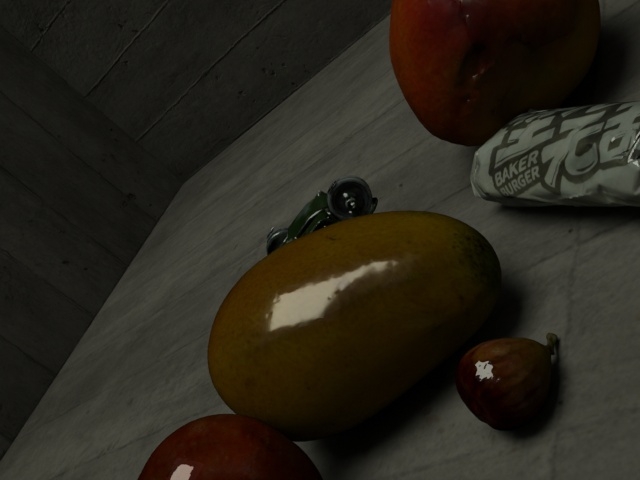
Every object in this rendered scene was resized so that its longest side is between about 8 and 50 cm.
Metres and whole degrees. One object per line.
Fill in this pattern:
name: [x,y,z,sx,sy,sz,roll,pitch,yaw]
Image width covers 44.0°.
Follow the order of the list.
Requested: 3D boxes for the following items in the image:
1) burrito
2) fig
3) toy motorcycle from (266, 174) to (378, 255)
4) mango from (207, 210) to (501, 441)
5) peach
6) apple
burrito: [0.313,-0.095,0.868,0.139,0.101,0.445,-44,15,-12]
fig: [0.192,0.122,0.758,0.125,0.089,0.089,-32,13,-19]
toy motorcycle: [0.000,0.000,1.357,0.275,0.127,0.205,-51,17,15]
mango: [0.038,0.090,0.945,0.378,0.221,0.264,-28,21,24]
peach: [0.246,-0.308,1.124,0.373,0.290,0.372,-49,3,3]
apple: [-0.097,0.297,0.840,0.230,0.230,0.230,-42,20,19]
